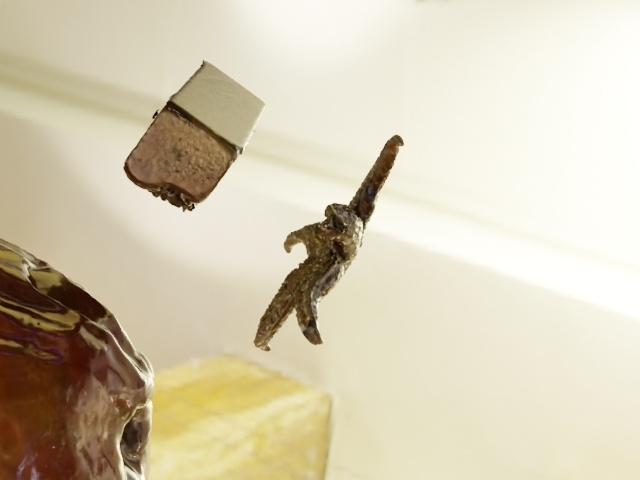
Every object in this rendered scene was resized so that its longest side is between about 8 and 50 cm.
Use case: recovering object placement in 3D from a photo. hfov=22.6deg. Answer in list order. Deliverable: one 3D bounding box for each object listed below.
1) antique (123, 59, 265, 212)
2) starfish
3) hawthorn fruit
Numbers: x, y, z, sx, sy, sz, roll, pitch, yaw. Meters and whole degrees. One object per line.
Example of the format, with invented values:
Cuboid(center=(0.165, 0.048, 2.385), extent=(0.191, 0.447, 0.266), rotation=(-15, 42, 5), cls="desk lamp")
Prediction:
Cuboid(center=(-0.124, -0.103, 1.592), extent=(0.087, 0.093, 0.310), rotation=(36, -168, -6), cls="antique")
Cuboid(center=(0.007, 0.004, 1.335), extent=(0.057, 0.213, 0.238), rotation=(32, -179, -6), cls="starfish")
Cuboid(center=(-0.371, 0.186, 1.506), extent=(0.472, 0.471, 0.472), rotation=(8, -165, -2), cls="hawthorn fruit")
